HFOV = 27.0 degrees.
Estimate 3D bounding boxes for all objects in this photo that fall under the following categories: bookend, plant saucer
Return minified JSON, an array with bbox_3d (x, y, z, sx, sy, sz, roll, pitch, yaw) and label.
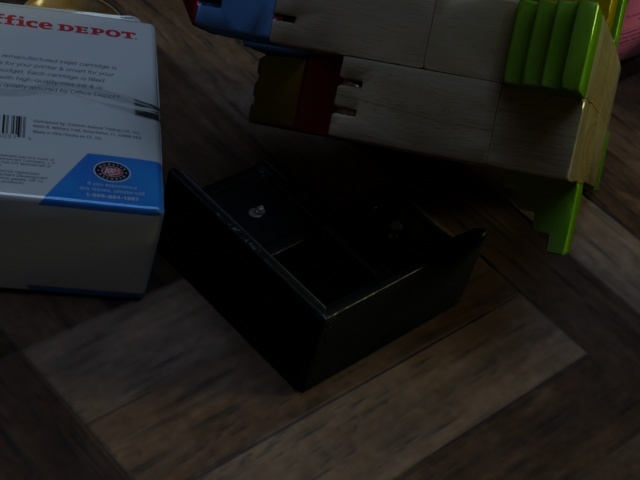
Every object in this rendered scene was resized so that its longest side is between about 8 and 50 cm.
[{"bbox_3d":[0.000,0.000,0.903,0.157,0.072,0.156,-25,56,-37],"label":"bookend"},{"bbox_3d":[-0.198,-0.168,1.058,0.083,0.015,0.083,9,43,-8],"label":"plant saucer"}]

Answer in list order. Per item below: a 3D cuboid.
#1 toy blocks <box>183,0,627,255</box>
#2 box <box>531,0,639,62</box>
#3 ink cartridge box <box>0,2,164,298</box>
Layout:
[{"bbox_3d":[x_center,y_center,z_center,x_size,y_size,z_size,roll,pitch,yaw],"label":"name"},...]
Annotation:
[{"bbox_3d":[0.062,-0.111,0.913,0.261,0.191,0.381,12,4,14],"label":"toy blocks"},{"bbox_3d":[0.251,-0.320,1.196,0.117,0.243,0.213,-23,54,-35],"label":"box"},{"bbox_3d":[-0.187,-0.066,0.901,0.148,0.086,0.203,5,43,-13],"label":"ink cartridge box"}]
